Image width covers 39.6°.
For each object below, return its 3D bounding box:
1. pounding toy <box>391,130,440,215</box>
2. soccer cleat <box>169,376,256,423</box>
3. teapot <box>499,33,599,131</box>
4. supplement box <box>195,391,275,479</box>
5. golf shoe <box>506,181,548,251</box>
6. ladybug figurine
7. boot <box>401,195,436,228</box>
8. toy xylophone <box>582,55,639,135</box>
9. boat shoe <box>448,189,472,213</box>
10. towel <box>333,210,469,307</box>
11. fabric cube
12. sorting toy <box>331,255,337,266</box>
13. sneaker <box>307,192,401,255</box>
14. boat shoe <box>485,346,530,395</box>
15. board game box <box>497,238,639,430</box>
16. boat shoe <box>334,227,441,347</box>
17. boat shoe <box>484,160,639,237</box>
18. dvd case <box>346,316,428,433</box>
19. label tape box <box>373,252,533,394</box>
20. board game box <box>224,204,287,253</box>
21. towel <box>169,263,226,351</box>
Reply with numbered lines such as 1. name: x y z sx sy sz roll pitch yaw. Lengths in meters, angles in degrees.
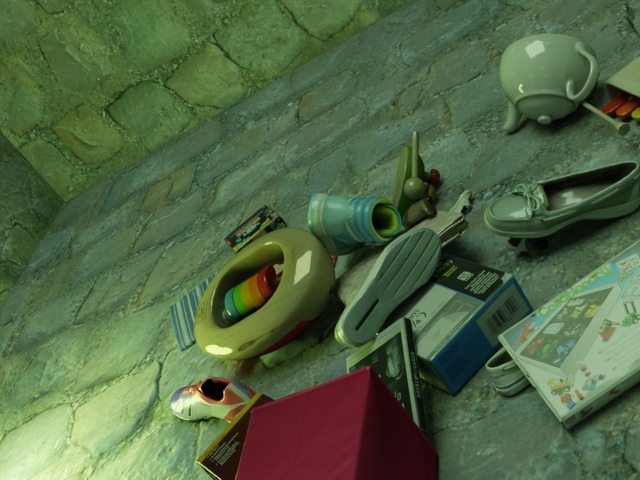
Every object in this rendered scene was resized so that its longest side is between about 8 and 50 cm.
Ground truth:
1. pounding toy: 0.256 -0.152 2.260 0.237 0.110 0.182 110 170 -74
2. soccer cleat: -0.262 0.360 2.067 0.318 0.116 0.108 -4 41 48
3. teapot: 0.559 -0.379 2.180 0.253 0.256 0.187 0 74 21
4. supplement box: -0.104 0.430 1.745 0.191 0.129 0.194 -47 28 -18
5. golf shoe: 0.445 -0.052 1.918 0.094 0.077 0.198 -18 31 34
6. ladybug figurine: -0.130 0.145 2.149 0.449 0.162 0.305 -29 45 35
7. boot: 0.226 -0.060 2.071 0.087 0.042 0.118 -42 6 18
8. toy xylophone: 0.733 -0.321 1.994 0.236 0.081 0.322 -33 26 10
9. boat shoe: 0.345 -0.082 2.143 0.035 0.035 0.100 23 55 30
10. towel: 0.173 0.045 2.029 0.317 0.053 0.332 -39 8 -4
11. fabric cube: 0.027 0.413 1.473 0.259 0.254 0.258 -25 29 24
12. sorting toy: 0.000 0.000 2.412 0.132 0.046 0.274 -21 31 30
13. sneaker: 0.110 -0.027 2.161 0.208 0.319 0.127 4 81 19
14. boat shoe: 0.396 0.184 1.593 0.226 0.075 0.083 -41 27 -9
15. board game box: 0.478 0.153 1.490 0.305 0.053 0.193 -35 51 4
16. boat shoe: 0.127 0.091 1.804 0.302 0.109 0.094 -46 9 -19
17. boat shoe: 0.489 -0.089 1.799 0.321 0.103 0.118 -10 46 11
18. dvd case: 0.120 0.287 1.681 0.179 0.030 0.238 -41 38 36
19. label tape box: 0.230 0.150 1.820 0.241 0.106 0.334 -44 27 -15
20. board game box: -0.199 -0.025 2.694 0.170 0.048 0.141 -40 28 -7
21. towel: -0.278 0.157 2.521 0.336 0.040 0.243 -37 28 3
